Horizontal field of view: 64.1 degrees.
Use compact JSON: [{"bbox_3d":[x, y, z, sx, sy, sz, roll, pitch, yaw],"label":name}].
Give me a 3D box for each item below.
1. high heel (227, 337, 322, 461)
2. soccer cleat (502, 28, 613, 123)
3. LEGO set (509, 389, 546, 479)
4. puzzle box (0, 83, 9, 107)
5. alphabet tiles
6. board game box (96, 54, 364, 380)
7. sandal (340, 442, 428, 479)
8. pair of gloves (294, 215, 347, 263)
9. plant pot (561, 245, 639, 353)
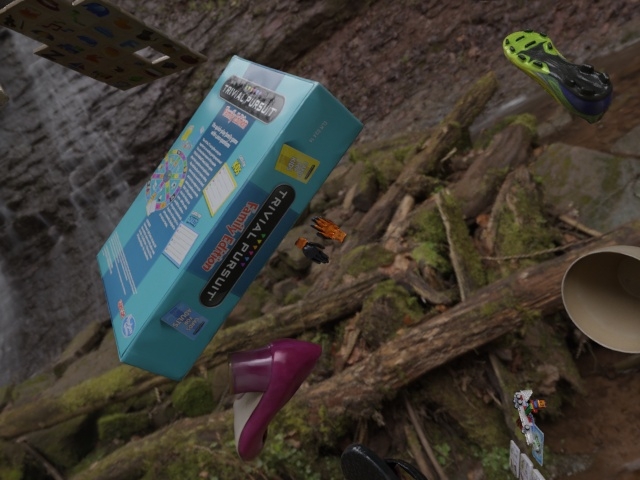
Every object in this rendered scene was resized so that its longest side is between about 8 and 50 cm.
[{"bbox_3d":[-0.060,0.220,0.691,0.117,0.244,0.082,-5,37,-10],"label":"high heel"},{"bbox_3d":[0.492,-0.349,1.092,0.093,0.121,0.289,-34,54,-1],"label":"soccer cleat"},{"bbox_3d":[0.504,0.471,1.205,0.060,0.245,0.182,-1,7,-1],"label":"LEGO set"},{"bbox_3d":[-0.650,-0.386,0.746,0.052,0.409,0.272,-40,-21,0],"label":"puzzle box"},{"bbox_3d":[-0.316,-0.280,0.730,0.198,0.009,0.237,-5,-9,31],"label":"alphabet tiles"},{"bbox_3d":[-0.131,-0.047,0.615,0.336,0.079,0.254,-54,37,4],"label":"board game box"},{"bbox_3d":[0.202,0.595,1.139,0.167,0.446,0.107,-25,17,49],"label":"sandal"},{"bbox_3d":[0.000,0.000,0.954,0.083,0.074,0.010,-55,6,13],"label":"pair of gloves"},{"bbox_3d":[0.830,0.129,1.371,0.190,0.284,0.284,-24,5,-35],"label":"plant pot"}]
